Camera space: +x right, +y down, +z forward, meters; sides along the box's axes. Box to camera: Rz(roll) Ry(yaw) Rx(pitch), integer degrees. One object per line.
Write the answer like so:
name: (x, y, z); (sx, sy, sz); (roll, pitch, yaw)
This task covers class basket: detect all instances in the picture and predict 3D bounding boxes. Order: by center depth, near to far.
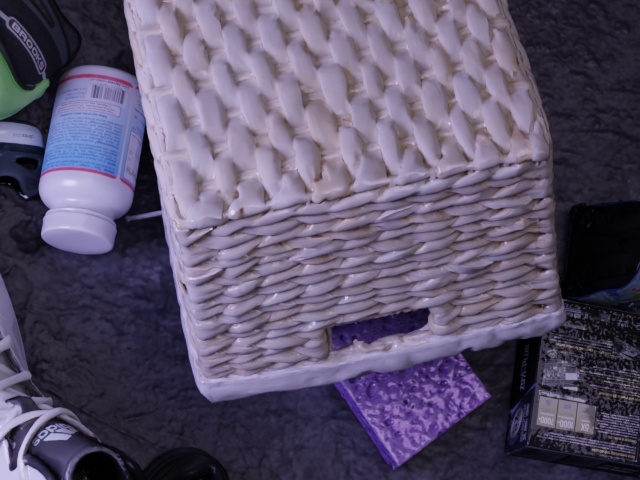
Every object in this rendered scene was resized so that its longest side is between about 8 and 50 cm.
basket: (0.017, -0.088, 1.658); (0.328, 0.266, 0.331); (-11, 54, -3)

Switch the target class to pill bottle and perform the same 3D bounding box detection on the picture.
pill bottle: (-0.210, -0.073, 1.797); (0.087, 0.087, 0.160); (12, 69, -10)

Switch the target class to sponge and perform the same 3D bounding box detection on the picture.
sponge: (0.057, 0.098, 1.858); (0.117, 0.031, 0.210); (-33, 87, -17)

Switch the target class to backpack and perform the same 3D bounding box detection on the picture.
backpack: (0.298, 0.014, 1.884); (0.084, 0.114, 0.105); (19, 73, -28)

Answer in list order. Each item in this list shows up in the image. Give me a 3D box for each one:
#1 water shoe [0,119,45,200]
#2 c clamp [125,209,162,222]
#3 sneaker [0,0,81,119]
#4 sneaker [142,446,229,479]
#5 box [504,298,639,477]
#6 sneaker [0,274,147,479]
water shoe: (-0.349, -0.062, 1.782); (0.203, 0.073, 0.080); (-7, 84, -13)
c clamp: (-0.110, -0.089, 1.835); (0.137, 0.022, 0.161); (-3, 54, 8)
sneaker: (-0.361, -0.337, 1.760); (0.202, 0.185, 0.483); (-24, 96, -45)
sneaker: (-0.163, 0.308, 1.718); (0.109, 0.130, 0.286); (24, 76, -7)
box: (0.279, 0.144, 1.872); (0.180, 0.077, 0.147); (10, 77, -10)
sneaker: (-0.253, 0.132, 1.648); (0.169, 0.257, 0.448); (-13, 86, -44)
